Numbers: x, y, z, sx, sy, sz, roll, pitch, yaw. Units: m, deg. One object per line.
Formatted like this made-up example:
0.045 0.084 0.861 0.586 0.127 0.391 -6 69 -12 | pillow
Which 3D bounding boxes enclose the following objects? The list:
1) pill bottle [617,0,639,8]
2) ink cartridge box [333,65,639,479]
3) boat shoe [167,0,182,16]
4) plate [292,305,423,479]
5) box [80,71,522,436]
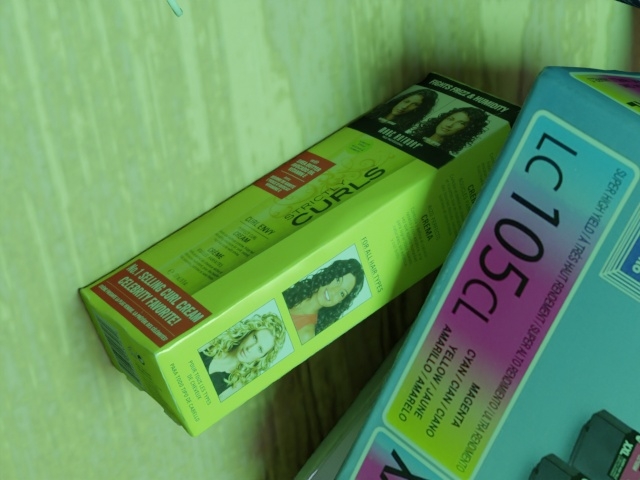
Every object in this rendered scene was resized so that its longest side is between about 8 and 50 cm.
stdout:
0.167 -0.170 0.678 0.112 0.187 0.112 -17 122 -30 | pill bottle
0.230 0.126 0.636 0.151 0.395 0.270 -14 133 -57 | ink cartridge box
-0.049 -0.147 0.537 0.079 0.254 0.095 -30 86 3 | boat shoe
0.120 0.112 0.880 0.277 0.045 0.278 -53 133 -2 | plate
0.000 0.000 0.705 0.232 0.087 0.058 -33 126 -19 | box
